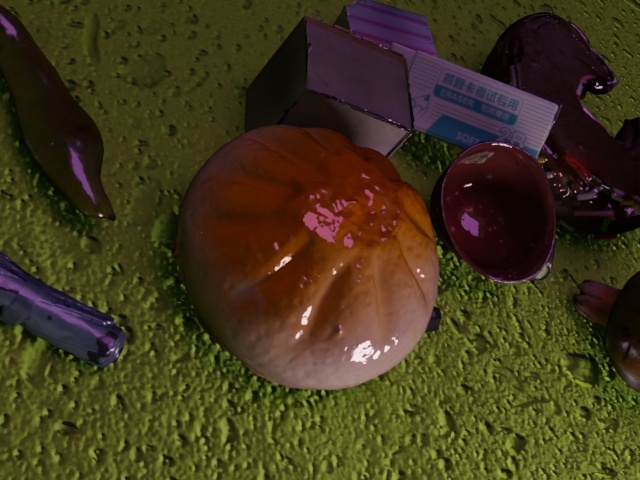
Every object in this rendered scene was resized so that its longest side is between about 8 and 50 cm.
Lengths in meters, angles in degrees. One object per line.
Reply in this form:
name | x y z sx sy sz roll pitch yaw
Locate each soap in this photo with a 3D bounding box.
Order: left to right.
soap | 0.080 -0.262 1.635 0.149 0.056 0.100 9 53 -33

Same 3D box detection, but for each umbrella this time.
umbrella | -0.290 0.040 1.135 0.250 0.052 0.053 33 46 -14

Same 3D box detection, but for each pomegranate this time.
pomegranate | 0.418 0.102 1.556 0.209 0.180 0.180 28 38 24

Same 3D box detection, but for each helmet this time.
helmet | 0.202 -0.030 1.517 0.155 0.106 0.175 -40 97 -18

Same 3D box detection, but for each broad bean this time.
broad bean | -0.295 -0.151 1.272 0.325 0.067 0.075 56 14 14

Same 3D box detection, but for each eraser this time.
eraser | 0.179 -0.167 1.556 0.225 0.096 0.052 22 7 5

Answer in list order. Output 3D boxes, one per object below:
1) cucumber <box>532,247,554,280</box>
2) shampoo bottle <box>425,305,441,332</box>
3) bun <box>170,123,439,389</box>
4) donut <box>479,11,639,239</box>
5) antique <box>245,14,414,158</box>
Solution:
cucumber | 0.281 0.003 1.600 0.048 0.048 0.105 31 43 -15
shampoo bottle | 0.078 0.088 1.395 0.137 0.027 0.048 0 68 -37
bun | 0.000 0.000 1.276 0.298 0.165 0.299 15 53 -21
donut | 0.342 -0.136 1.687 0.345 0.136 0.259 46 45 1
antique | 0.007 -0.159 1.437 0.146 0.152 0.148 21 47 -25
